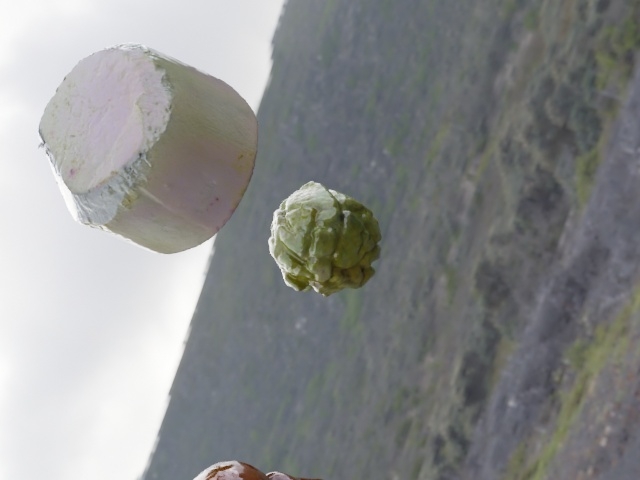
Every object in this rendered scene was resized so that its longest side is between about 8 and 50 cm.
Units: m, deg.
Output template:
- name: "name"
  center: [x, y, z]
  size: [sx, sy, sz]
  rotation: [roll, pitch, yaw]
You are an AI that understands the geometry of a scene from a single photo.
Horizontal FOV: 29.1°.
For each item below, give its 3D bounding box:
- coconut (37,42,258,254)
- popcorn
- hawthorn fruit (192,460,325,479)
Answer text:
- name: "coconut"
  center: [-0.121, -0.066, 0.930]
  size: [0.153, 0.147, 0.147]
  rotation: [22, -93, -53]
- name: "popcorn"
  center: [0.000, 0.000, 1.229]
  size: [0.121, 0.106, 0.116]
  rotation: [-33, -37, -33]
- name: "hawthorn fruit"
  center: [-0.045, 0.197, 0.585]
  size: [0.189, 0.189, 0.189]
  rotation: [19, -90, -85]
